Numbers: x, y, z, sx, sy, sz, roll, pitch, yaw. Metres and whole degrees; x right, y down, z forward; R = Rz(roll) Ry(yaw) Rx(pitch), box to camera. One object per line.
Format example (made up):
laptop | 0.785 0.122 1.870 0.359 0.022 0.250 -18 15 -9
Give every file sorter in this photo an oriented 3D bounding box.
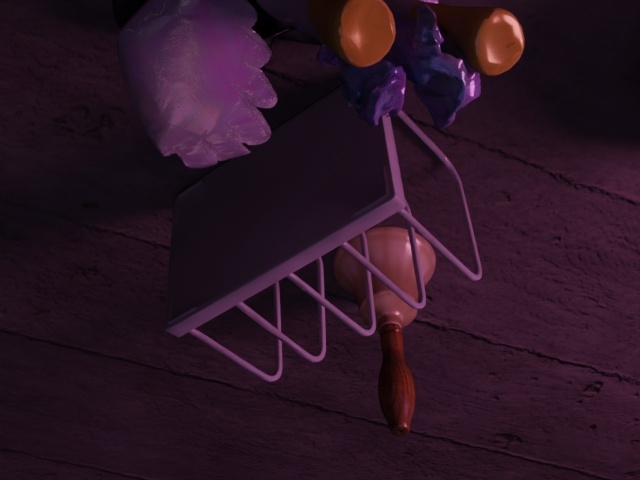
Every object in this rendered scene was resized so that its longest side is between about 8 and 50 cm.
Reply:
file sorter | 0.000 0.000 0.947 0.278 0.193 0.173 -30 131 24

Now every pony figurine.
pony figurine | -0.023 -0.209 0.658 0.303 0.363 0.351 -38 129 -10

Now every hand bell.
hand bell | 0.078 0.111 1.016 0.126 0.242 0.126 0 133 0

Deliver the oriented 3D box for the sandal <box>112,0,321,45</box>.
sandal | -0.065 -0.216 0.830 0.254 0.054 0.097 1 133 -2
